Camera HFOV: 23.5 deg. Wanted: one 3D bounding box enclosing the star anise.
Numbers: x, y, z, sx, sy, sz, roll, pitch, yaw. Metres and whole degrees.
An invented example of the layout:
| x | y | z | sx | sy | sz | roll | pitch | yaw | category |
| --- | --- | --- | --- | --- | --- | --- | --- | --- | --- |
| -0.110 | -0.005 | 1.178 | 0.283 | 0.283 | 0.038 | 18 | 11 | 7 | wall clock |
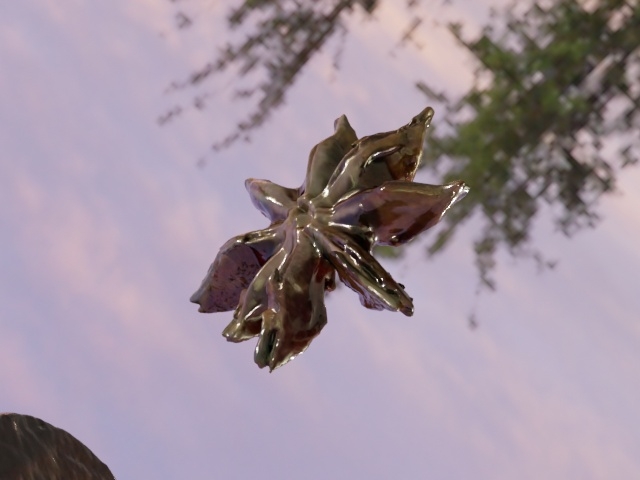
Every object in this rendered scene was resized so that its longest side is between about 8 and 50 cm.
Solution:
| x | y | z | sx | sy | sz | roll | pitch | yaw | category |
| --- | --- | --- | --- | --- | --- | --- | --- | --- | --- |
| -0.001 | 0.001 | 1.284 | 0.088 | 0.288 | 0.288 | 48 | -167 | -33 | star anise |

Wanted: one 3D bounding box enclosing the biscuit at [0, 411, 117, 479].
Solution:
| x | y | z | sx | sy | sz | roll | pitch | yaw | category |
| --- | --- | --- | --- | --- | --- | --- | --- | --- | --- |
| -0.275 | 0.376 | 1.636 | 0.407 | 0.091 | 0.407 | 54 | -167 | -19 | biscuit |
